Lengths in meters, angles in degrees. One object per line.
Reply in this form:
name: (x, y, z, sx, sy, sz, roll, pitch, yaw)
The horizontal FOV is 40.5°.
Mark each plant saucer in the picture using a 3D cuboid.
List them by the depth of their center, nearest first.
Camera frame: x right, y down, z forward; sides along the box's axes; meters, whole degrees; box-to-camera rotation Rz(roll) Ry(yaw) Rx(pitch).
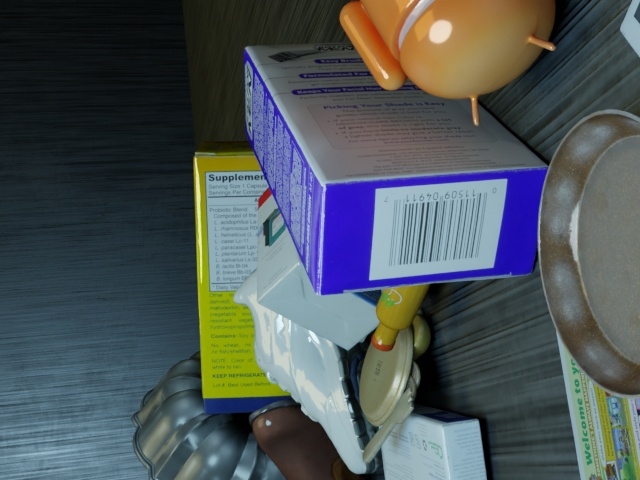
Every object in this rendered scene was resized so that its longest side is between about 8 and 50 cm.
plant saucer: (0.180, 0.007, 0.510, 0.168, 0.029, 0.168, 177, 90, -76)

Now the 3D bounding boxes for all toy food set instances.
toy food set: (0.043, 0.002, 0.926, 0.232, 0.111, 0.104, 45, 130, 33)
toy food set: (0.082, 0.142, 0.947, 0.192, 0.039, 0.132, -89, 21, -48)

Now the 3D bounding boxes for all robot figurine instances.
robot figurine: (0.092, -0.199, 0.662, 0.219, 0.158, 0.128, 63, -178, 21)

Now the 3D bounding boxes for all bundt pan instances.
bundt pan: (-0.120, 0.293, 1.363, 0.124, 0.331, 0.330, -60, 28, 24)

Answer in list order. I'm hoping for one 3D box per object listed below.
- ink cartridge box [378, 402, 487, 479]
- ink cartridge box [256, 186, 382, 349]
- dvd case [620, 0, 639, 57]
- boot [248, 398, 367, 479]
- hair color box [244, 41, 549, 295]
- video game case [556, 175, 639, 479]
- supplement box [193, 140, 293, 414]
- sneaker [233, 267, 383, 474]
ink cartridge box: (0.118, 0.286, 0.894, 0.223, 0.045, 0.223, 159, 106, -77)
ink cartridge box: (0.000, 0.000, 1.020, 0.078, 0.134, 0.231, -44, 29, 29)
dvd case: (0.226, -0.146, 0.389, 0.238, 0.030, 0.179, 102, 160, -45)
boot: (0.009, 0.358, 1.073, 0.264, 0.096, 0.280, 62, -171, -46)
hair color box: (0.047, -0.086, 0.801, 0.339, 0.185, 0.110, -114, 23, -56)
video game case: (0.205, 0.068, 0.539, 0.193, 0.023, 0.212, 138, 126, -72)
supplement box: (-0.070, 0.042, 1.223, 0.195, 0.194, 0.356, -109, 19, -78)
sneaker: (-0.006, 0.150, 1.069, 0.129, 0.111, 0.297, -34, 71, 27)
